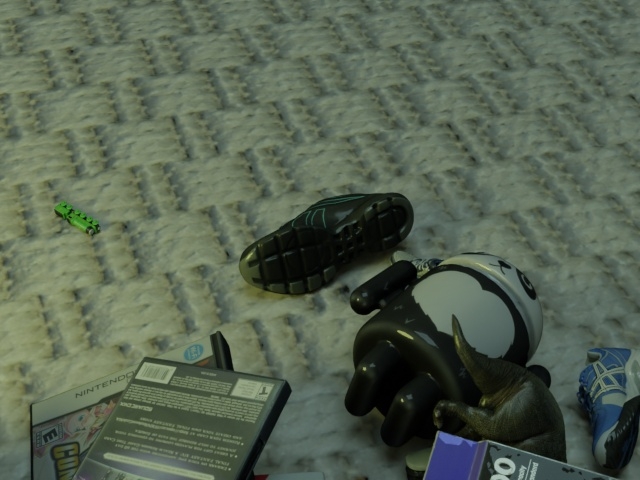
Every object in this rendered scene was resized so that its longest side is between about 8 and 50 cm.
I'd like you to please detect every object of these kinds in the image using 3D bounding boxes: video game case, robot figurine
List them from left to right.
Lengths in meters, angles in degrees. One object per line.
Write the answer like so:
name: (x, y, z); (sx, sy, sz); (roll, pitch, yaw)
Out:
video game case: (-0.202, 0.245, 1.315); (0.248, 0.035, 0.275); (-21, 41, 4)
video game case: (-0.170, 0.248, 1.253); (0.196, 0.026, 0.274); (6, 51, 30)
robot figurine: (0.152, 0.127, 1.441); (0.278, 0.209, 0.174); (-35, 14, -37)

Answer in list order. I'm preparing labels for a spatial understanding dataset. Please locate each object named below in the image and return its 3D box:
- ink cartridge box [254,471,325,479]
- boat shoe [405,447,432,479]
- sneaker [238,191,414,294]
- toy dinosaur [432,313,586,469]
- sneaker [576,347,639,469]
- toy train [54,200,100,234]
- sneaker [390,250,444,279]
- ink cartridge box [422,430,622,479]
ink cartridge box: (-0.052, 0.337, 1.254); (0.127, 0.072, 0.175); (-2, 40, -5)
boat shoe: (0.162, 0.262, 1.388); (0.133, 0.042, 0.049); (-10, 20, -16)
sneaker: (0.000, 0.000, 1.668); (0.267, 0.101, 0.106); (-19, 23, -24)
toy dinosaur: (0.214, 0.225, 1.321); (0.160, 0.121, 0.313); (-19, 85, -11)
sneaker: (0.351, 0.203, 1.453); (0.081, 0.080, 0.211); (10, 30, 17)
toy train: (-0.352, -0.032, 1.718); (0.083, 0.017, 0.024); (29, 56, 27)
sneaker: (0.152, 0.043, 1.634); (0.052, 0.058, 0.135); (-31, 50, -34)
ink cartridge box: (0.188, 0.314, 1.204); (0.208, 0.045, 0.206); (14, 73, 13)
